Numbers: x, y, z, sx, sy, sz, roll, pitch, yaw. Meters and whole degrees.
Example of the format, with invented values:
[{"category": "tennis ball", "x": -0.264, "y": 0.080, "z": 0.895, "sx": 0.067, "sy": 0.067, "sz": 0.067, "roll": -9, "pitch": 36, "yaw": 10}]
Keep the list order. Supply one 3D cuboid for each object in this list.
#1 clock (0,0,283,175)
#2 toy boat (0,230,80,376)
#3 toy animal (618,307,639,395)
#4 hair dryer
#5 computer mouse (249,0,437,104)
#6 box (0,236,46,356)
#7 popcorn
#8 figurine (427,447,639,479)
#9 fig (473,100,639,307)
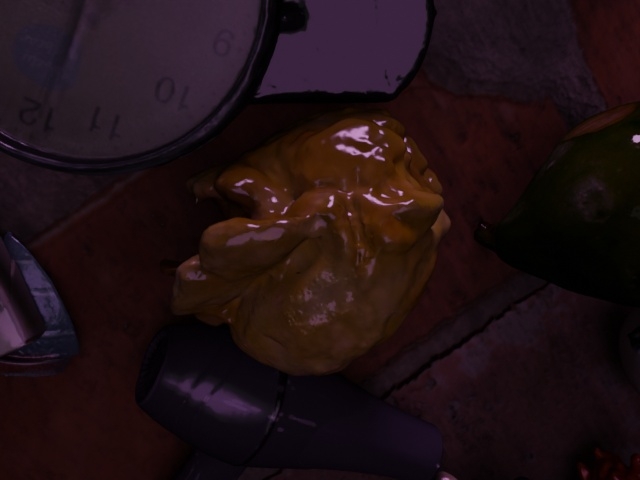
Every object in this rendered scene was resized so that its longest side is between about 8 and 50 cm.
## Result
[{"category": "clock", "x": -0.165, "y": -0.180, "z": 0.477, "sx": 0.280, "sy": 0.055, "sz": 0.281, "roll": -1, "pitch": 106, "yaw": -3}, {"category": "toy boat", "x": -0.258, "y": 0.057, "z": 0.596, "sx": 0.096, "sy": 0.034, "sz": 0.122, "roll": 7, "pitch": 100, "yaw": -15}, {"category": "toy animal", "x": 0.400, "y": 0.113, "z": 0.693, "sx": 0.179, "sy": 0.166, "sz": 0.138, "roll": -19, "pitch": 62, "yaw": 1}, {"category": "hair dryer", "x": -0.080, "y": 0.261, "z": 0.661, "sx": 0.301, "sy": 0.121, "sz": 0.361, "roll": 25, "pitch": 105, "yaw": -24}, {"category": "computer mouse", "x": -0.043, "y": -0.180, "z": 0.557, "sx": 0.269, "sy": 0.086, "sz": 0.138, "roll": -3, "pitch": 107, "yaw": -1}, {"category": "box", "x": -0.345, "y": 0.001, "z": 0.534, "sx": 0.155, "sy": 0.067, "sz": 0.243, "roll": -23, "pitch": 98, "yaw": -4}, {"category": "popcorn", "x": -0.002, "y": 0.002, "z": 0.555, "sx": 0.253, "sy": 0.191, "sz": 0.190, "roll": -24, "pitch": 105, "yaw": -5}, {"category": "figurine", "x": 0.253, "y": 0.373, "z": 0.689, "sx": 0.411, "sy": 0.241, "sz": 0.307, "roll": -3, "pitch": 94, "yaw": -1}, {"category": "fig", "x": 0.267, "y": -0.018, "z": 0.624, "sx": 0.244, "sy": 0.195, "sz": 0.195, "roll": -27, "pitch": 109, "yaw": 27}]
